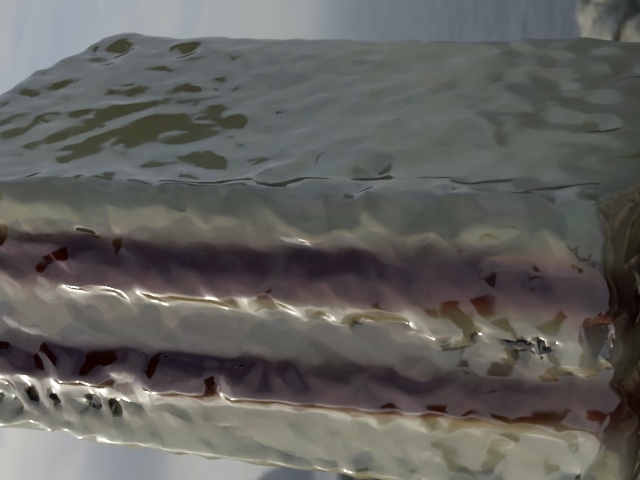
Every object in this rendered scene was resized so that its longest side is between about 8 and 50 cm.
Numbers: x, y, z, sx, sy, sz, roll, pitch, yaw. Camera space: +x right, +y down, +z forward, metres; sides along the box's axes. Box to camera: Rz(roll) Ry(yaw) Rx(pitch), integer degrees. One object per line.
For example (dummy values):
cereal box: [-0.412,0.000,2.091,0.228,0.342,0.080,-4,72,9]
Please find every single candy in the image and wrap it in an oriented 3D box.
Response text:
candy: [0.000,0.000,0.565,0.179,0.320,0.135,-52,-40,-53]
